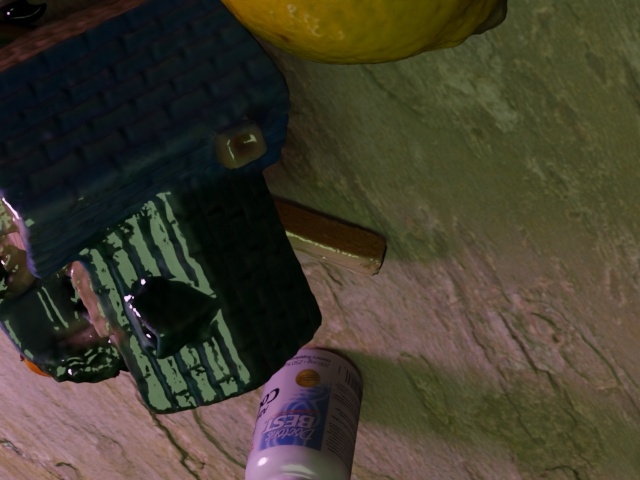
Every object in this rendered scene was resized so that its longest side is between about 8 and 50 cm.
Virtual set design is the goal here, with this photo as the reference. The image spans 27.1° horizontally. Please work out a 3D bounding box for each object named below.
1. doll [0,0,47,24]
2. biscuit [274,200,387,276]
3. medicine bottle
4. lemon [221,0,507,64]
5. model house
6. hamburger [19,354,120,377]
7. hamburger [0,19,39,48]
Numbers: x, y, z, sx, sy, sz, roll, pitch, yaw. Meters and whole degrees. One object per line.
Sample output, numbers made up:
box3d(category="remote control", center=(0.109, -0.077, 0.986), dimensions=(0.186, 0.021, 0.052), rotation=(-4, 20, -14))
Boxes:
box3d(category="doll", center=(-0.458, -0.322, 1.646), dimensions=(0.257, 0.117, 0.182), rotation=(-18, 105, 28))
box3d(category="biscuit", center=(0.000, 0.000, 1.888), dimensions=(0.188, 0.052, 0.056), rotation=(20, 147, -7))
box3d(category="medicine bottle", center=(-0.026, 0.312, 1.999), dimensions=(0.157, 0.289, 0.157), rotation=(5, 131, 6))
box3d(category="lemon", center=(0.037, -0.346, 1.387), dimensions=(0.387, 0.350, 0.350), rotation=(38, 128, 0))
box3d(category="model house", center=(-0.222, -0.029, 1.539), dimensions=(0.395, 0.400, 0.445), rotation=(-29, 113, -21))
box3d(category="hamburger", center=(-0.381, 0.148, 2.055), dimensions=(0.166, 0.087, 0.137), rotation=(11, 130, -1))
box3d(category="hamburger", center=(-0.414, -0.163, 1.756), dimensions=(0.237, 0.149, 0.237), rotation=(5, 132, 6))
